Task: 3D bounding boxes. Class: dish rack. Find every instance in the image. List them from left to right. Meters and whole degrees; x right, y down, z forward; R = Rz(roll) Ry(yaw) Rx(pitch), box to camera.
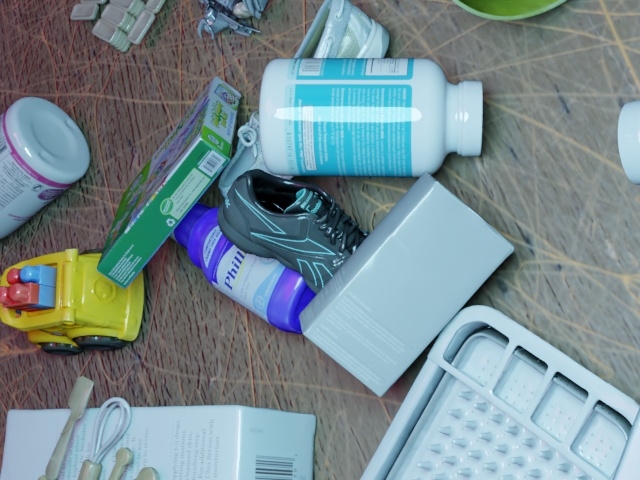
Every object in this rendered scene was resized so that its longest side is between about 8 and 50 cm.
[{"bbox_3d":[0.199,0.271,1.219,0.285,0.072,0.333,35,100,37],"label":"dish rack"}]

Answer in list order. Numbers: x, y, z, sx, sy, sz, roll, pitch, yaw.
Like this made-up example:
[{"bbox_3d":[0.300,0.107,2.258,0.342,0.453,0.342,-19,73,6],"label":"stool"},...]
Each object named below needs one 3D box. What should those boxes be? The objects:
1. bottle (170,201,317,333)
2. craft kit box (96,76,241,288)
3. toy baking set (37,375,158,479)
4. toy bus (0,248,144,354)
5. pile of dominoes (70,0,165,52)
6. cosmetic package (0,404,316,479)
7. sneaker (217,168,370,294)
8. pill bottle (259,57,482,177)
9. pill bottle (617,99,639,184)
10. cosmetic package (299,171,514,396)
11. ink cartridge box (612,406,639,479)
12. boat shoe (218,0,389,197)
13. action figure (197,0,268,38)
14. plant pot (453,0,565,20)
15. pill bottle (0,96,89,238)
[{"bbox_3d":[-0.101,0.023,1.497,0.283,0.092,0.118,30,94,38],"label":"bottle"},{"bbox_3d":[-0.209,-0.088,1.545,0.250,0.061,0.246,-48,15,20],"label":"craft kit box"},{"bbox_3d":[-0.290,0.312,1.408,0.197,0.030,0.256,-46,56,17],"label":"toy baking set"},{"bbox_3d":[-0.408,0.087,1.644,0.220,0.211,0.149,-12,74,37],"label":"toy bus"},{"bbox_3d":[-0.294,-0.437,1.812,0.196,0.040,0.251,32,90,39],"label":"pile of dominoes"},{"bbox_3d":[-0.231,0.344,1.473,0.453,0.161,0.230,-7,74,36],"label":"cosmetic package"},{"bbox_3d":[0.000,0.000,1.343,0.106,0.267,0.101,115,179,-50],"label":"sneaker"},{"bbox_3d":[0.064,-0.150,1.337,0.264,0.146,0.146,2,78,7],"label":"pill bottle"},{"bbox_3d":[0.423,-0.112,1.107,0.221,0.124,0.124,-4,76,36],"label":"pill bottle"},{"bbox_3d":[0.097,0.049,1.277,0.238,0.127,0.107,-48,10,3],"label":"cosmetic package"},{"bbox_3d":[0.405,0.221,1.041,0.223,0.045,0.224,20,92,18],"label":"ink cartridge box"},{"bbox_3d":[-0.041,-0.182,1.473,0.320,0.103,0.118,-49,28,15],"label":"boat shoe"},{"bbox_3d":[-0.110,-0.423,1.615,0.185,0.099,0.285,42,108,31],"label":"action figure"},{"bbox_3d":[0.179,-0.445,1.319,0.275,0.275,0.293,-55,36,13],"label":"plant pot"},{"bbox_3d":[-0.532,-0.100,1.817,0.283,0.160,0.160,-33,61,27],"label":"pill bottle"}]
